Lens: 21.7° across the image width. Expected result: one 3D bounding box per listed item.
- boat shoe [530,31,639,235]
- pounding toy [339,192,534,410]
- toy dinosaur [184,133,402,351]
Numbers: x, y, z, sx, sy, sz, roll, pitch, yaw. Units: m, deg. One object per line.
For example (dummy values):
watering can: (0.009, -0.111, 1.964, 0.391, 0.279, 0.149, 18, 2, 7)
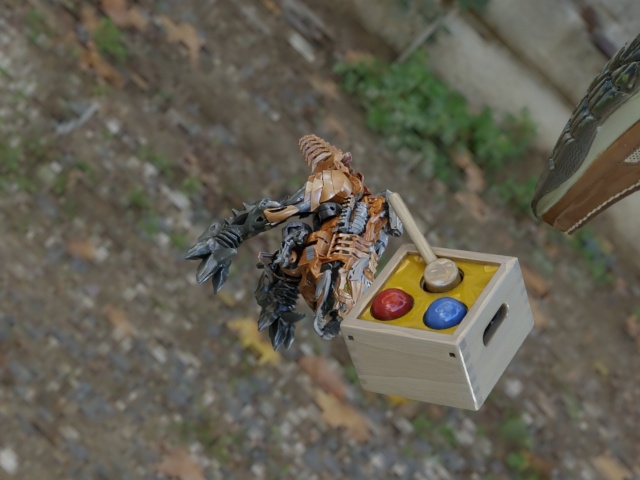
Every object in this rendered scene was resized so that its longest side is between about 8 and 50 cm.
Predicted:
boat shoe: (0.261, -0.095, 1.123, 0.120, 0.324, 0.122, 35, 48, -5)
pounding toy: (0.091, 0.046, 1.358, 0.141, 0.130, 0.100, -51, 135, -38)
toy dinosaur: (0.000, 0.000, 1.778, 0.164, 0.218, 0.322, 52, 21, -12)
